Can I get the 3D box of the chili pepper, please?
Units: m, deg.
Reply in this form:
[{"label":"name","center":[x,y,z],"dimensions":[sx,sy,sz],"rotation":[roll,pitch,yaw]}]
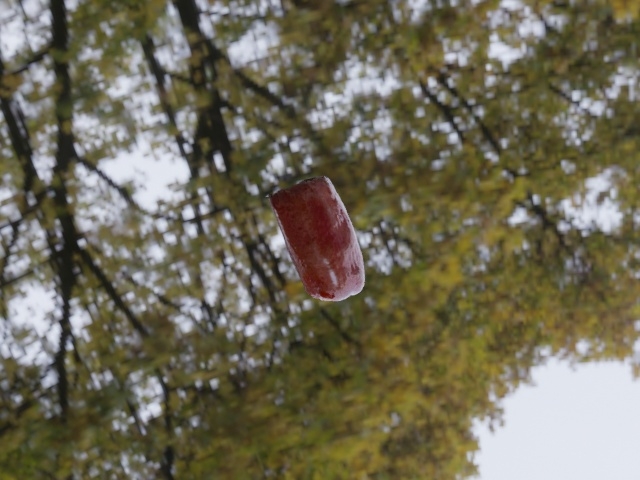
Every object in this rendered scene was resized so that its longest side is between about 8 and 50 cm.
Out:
[{"label":"chili pepper","center":[0.000,0.000,1.248],"dimensions":[0.070,0.123,0.073],"rotation":[-22,-178,-4]}]
